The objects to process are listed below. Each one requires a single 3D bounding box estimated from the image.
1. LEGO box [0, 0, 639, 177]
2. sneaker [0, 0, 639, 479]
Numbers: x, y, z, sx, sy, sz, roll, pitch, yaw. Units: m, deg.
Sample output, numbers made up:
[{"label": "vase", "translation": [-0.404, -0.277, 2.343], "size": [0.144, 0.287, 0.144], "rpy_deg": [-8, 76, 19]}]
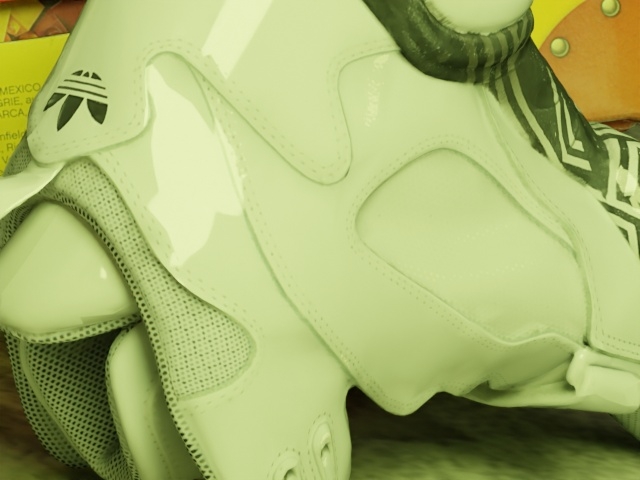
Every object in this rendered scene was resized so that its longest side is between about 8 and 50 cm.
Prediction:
[{"label": "LEGO box", "translation": [-0.146, -0.131, 0.916], "size": [0.500, 0.193, 0.372], "rpy_deg": [-8, 10, -9]}, {"label": "sneaker", "translation": [0.025, 0.025, 0.673], "size": [0.137, 0.210, 0.366], "rpy_deg": [19, -20, 48]}]
